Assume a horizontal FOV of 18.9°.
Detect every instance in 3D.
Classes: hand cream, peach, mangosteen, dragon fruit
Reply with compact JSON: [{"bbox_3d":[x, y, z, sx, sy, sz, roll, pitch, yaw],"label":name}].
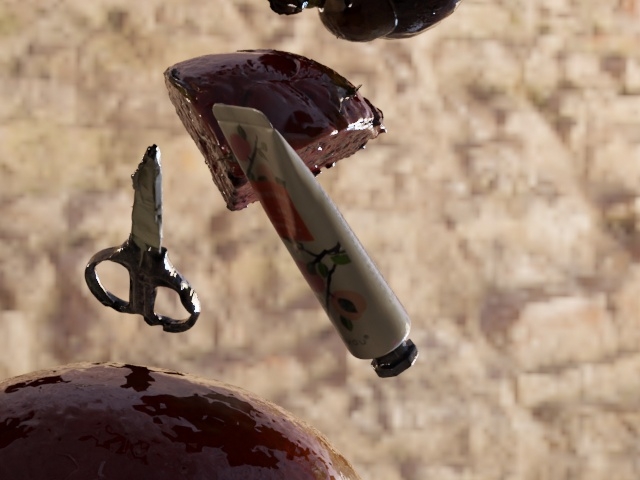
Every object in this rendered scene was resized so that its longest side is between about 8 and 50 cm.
[{"bbox_3d":[0.000,0.000,1.342,0.050,0.234,0.080,-42,-153,-20],"label":"hand cream"},{"bbox_3d":[-0.142,0.259,1.370,0.406,0.335,0.310,8,-174,-4],"label":"peach"},{"bbox_3d":[0.045,-0.248,1.566,0.184,0.172,0.172,18,170,-40],"label":"mangosteen"},{"bbox_3d":[-0.031,-0.107,1.452,0.161,0.120,0.127,-24,171,-16],"label":"dragon fruit"}]

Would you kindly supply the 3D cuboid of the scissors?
[{"bbox_3d":[-0.145,-0.001,1.600,0.109,0.022,0.300,22,153,4],"label":"scissors"}]
